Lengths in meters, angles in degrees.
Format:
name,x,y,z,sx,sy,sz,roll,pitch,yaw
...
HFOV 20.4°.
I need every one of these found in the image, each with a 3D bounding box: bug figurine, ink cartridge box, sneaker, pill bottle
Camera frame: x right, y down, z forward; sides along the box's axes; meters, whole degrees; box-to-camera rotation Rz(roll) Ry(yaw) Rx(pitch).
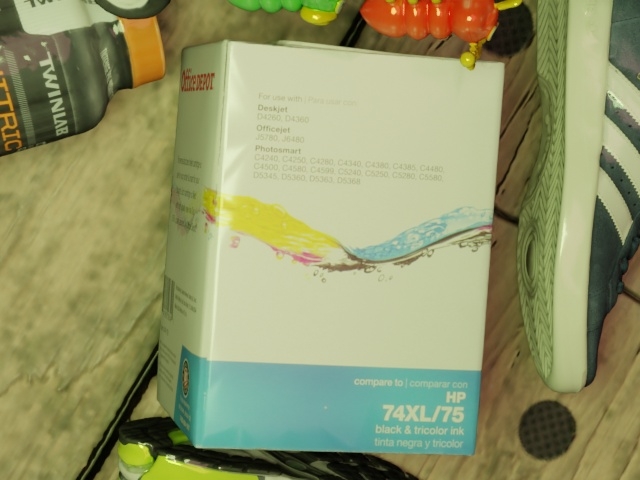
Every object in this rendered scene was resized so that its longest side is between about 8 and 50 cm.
name,x,y,z,sx,sy,sz,roll,pitch,yaw
bug figurine,0.052,-0.188,1.237,0.216,0.279,0.072,7,113,16
ink cartridge box,0.000,0.000,1.256,0.197,0.198,0.270,3,94,-13
sneaker,-0.019,0.220,1.327,0.300,0.111,0.121,16,104,-10
pill bottle,-0.234,-0.122,1.228,0.245,0.130,0.130,-18,98,-11
sneaker,0.238,-0.056,1.340,0.148,0.131,0.350,5,93,-9

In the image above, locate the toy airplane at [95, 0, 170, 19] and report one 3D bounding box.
name,x,y,z,sx,sy,sz,roll,pitch,yaw
toy airplane,-0.250,-0.304,1.080,0.384,0.386,0.272,-22,140,-24
